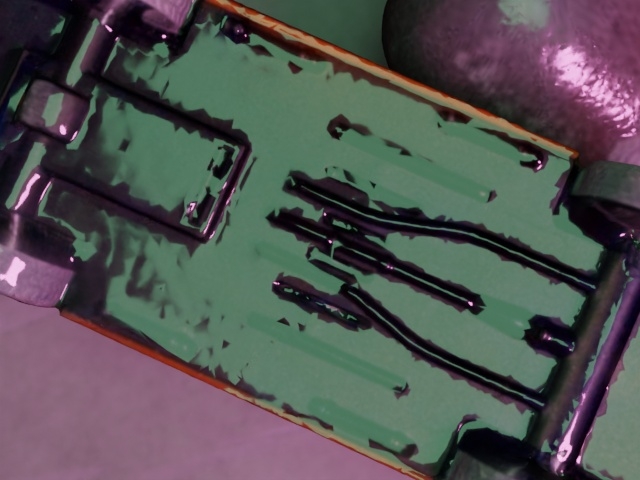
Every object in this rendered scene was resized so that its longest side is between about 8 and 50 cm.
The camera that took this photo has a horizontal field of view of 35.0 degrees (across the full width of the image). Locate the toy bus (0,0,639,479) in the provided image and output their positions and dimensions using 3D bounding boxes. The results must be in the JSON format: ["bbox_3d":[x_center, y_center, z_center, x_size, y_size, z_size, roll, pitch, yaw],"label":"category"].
[{"bbox_3d":[0.000,0.000,0.420,0.329,0.153,0.143,23,87,4],"label":"toy bus"}]

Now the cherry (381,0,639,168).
[{"bbox_3d":[0.121,-0.112,0.450,0.188,0.115,0.148,-42,67,-8],"label":"cherry"}]
